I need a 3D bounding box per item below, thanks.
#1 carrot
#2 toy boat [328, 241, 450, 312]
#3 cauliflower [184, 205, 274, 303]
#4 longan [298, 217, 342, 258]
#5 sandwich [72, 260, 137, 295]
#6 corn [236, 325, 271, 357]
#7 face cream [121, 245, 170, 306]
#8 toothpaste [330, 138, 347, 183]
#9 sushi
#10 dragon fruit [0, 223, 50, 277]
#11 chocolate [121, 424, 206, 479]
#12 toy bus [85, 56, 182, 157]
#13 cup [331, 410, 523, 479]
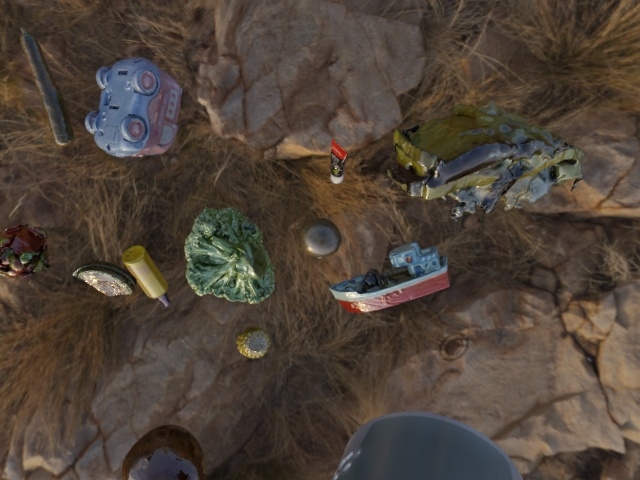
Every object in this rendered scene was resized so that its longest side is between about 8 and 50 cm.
[{"bbox_3d":[-0.789,-0.443,1.397,0.070,0.070,0.342,-16,104,-10],"label":"carrot"},{"bbox_3d":[0.180,0.099,1.316,0.332,0.145,0.133,-21,99,19],"label":"toy boat"},{"bbox_3d":[-0.232,0.042,1.335,0.275,0.250,0.272,6,89,-38],"label":"cauliflower"},{"bbox_3d":[0.000,0.000,1.191,0.106,0.106,0.119,-19,131,-8],"label":"longan"},{"bbox_3d":[-0.379,0.070,0.856,0.069,0.026,0.101,-38,122,26],"label":"sandwich"},{"bbox_3d":[-0.184,0.283,1.345,0.097,0.320,0.097,2,79,-10],"label":"corn"},{"bbox_3d":[-0.565,0.133,1.611,0.078,0.078,0.273,-22,137,-7],"label":"face cream"},{"bbox_3d":[0.056,-0.254,1.562,0.045,0.193,0.071,-38,74,-15],"label":"toothpaste"},{"bbox_3d":[0.219,-0.112,0.649,0.291,0.139,0.131,-11,129,-23],"label":"sushi"},{"bbox_3d":[-0.673,0.034,1.101,0.142,0.175,0.138,-55,137,-17],"label":"dragon fruit"},{"bbox_3d":[-0.326,0.485,1.032,0.177,0.177,0.176,-5,112,-14],"label":"chocolate"},{"bbox_3d":[-0.526,-0.379,1.437,0.232,0.197,0.294,11,91,-59],"label":"toy bus"},{"bbox_3d":[0.105,0.436,0.578,0.260,0.274,0.356,11,107,18],"label":"cup"}]
